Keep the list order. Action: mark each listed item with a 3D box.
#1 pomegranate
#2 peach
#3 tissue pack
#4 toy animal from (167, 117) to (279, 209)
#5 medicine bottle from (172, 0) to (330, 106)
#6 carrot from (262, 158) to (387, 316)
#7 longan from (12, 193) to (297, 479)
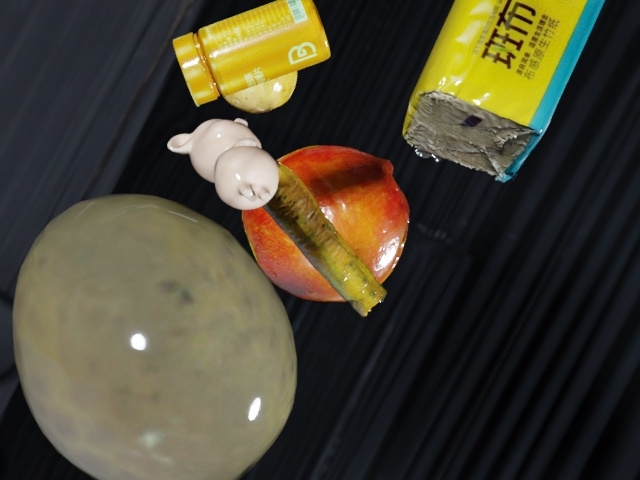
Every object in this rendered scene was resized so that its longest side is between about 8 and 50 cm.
[{"bbox_3d":[-0.137,-0.376,2.283,0.196,0.196,0.196,28,0,0],"label":"pomegranate"},{"bbox_3d":[0.018,-0.038,2.299,0.372,0.372,0.290,28,-26,31],"label":"peach"},{"bbox_3d":[0.197,-0.214,1.050,0.134,0.271,0.192,25,-12,5],"label":"tissue pack"},{"bbox_3d":[-0.094,-0.080,1.098,0.150,0.089,0.083,41,-21,51],"label":"toy animal"},{"bbox_3d":[-0.090,-0.254,1.389,0.096,0.192,0.096,160,-90,-89],"label":"medicine bottle"},{"bbox_3d":[0.000,0.000,1.468,0.260,0.070,0.070,51,-7,-17],"label":"carrot"},{"bbox_3d":[-0.210,0.136,1.327,0.404,0.336,0.404,53,-11,16],"label":"longan"}]
